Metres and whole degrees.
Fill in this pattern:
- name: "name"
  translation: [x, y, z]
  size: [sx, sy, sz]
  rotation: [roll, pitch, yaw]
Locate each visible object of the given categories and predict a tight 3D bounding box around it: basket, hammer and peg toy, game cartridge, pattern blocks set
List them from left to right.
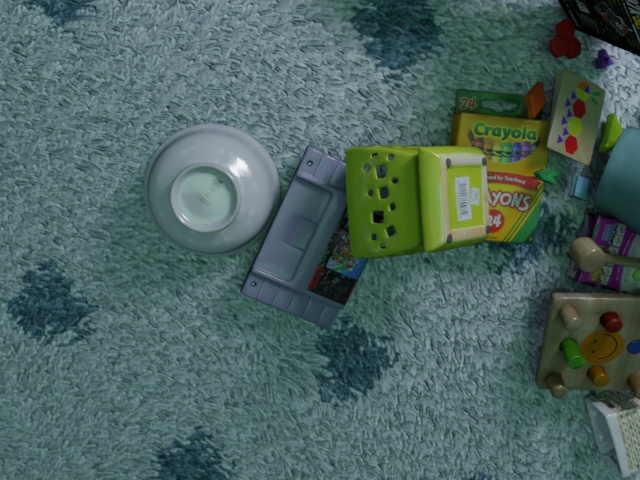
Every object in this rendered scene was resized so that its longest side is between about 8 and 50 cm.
- name: "game cartridge"
  translation: [0.000, 0.000, 1.437]
  size: [0.230, 0.068, 0.355]
  rotation: [24, 99, -8]
- name: "pattern blocks set"
  translation: [0.531, -0.259, 1.374]
  size: [0.285, 0.026, 0.324]
  rotation: [25, 81, -29]
- name: "hammer and peg toy"
  translation: [0.621, 0.180, 1.413]
  size: [0.266, 0.127, 0.361]
  rotation: [1, 119, 2]
- name: "basket"
  translation: [0.704, 0.440, 1.528]
  size: [0.103, 0.113, 0.167]
  rotation: [-20, 101, 0]

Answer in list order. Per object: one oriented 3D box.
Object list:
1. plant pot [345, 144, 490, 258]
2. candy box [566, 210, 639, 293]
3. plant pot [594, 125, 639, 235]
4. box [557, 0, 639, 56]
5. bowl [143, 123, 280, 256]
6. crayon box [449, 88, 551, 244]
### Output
- name: "plant pot"
  translation: [0.202, -0.082, 1.304]
  size: [0.227, 0.207, 0.228]
  rotation: [-7, 96, -45]
- name: "candy box"
  translation: [0.693, 0.037, 1.469]
  size: [0.233, 0.071, 0.159]
  rotation: [13, 101, -4]
- name: "plant pot"
  translation: [0.714, -0.109, 1.333]
  size: [0.255, 0.272, 0.271]
  rotation: [23, 101, 27]
- name: "box"
  translation: [0.531, -0.468, 1.203]
  size: [0.079, 0.257, 0.322]
  rotation: [-52, 136, 7]
- name: "bowl"
  translation: [-0.234, -0.095, 1.381]
  size: [0.298, 0.134, 0.297]
  rotation: [0, 102, -2]
- name: "crayon box"
  translation: [0.375, -0.158, 1.416]
  size: [0.202, 0.081, 0.318]
  rotation: [4, 100, -2]
